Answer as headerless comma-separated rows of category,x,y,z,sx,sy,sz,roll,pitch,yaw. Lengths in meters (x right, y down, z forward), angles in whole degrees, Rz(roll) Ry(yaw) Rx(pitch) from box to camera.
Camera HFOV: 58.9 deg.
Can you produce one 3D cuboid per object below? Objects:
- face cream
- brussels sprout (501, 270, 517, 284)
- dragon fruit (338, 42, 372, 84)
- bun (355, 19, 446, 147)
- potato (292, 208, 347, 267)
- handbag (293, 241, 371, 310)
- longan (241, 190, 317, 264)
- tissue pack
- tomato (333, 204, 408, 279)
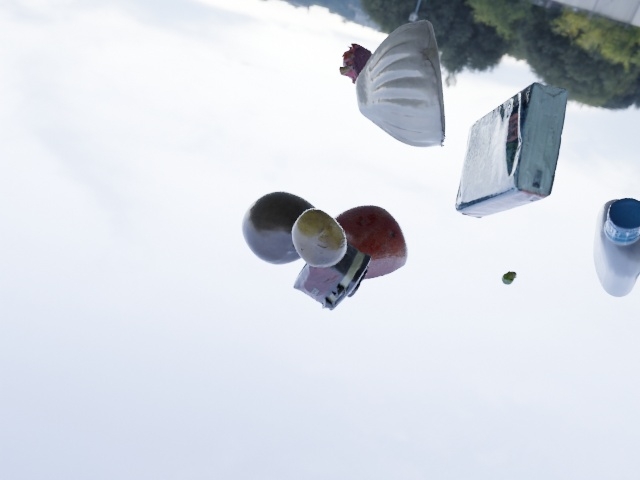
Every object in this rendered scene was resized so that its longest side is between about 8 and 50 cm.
face cream,0.591,0.003,1.121,0.080,0.162,0.337,-8,159,20
brussels sprout,0.722,0.137,2.162,0.046,0.050,0.083,40,-140,18
dragon fruit,0.095,-0.480,1.555,0.068,0.112,0.126,-4,-165,40
bun,0.161,-0.312,1.177,0.175,0.263,0.263,-6,-153,9
potato,0.000,0.000,1.504,0.176,0.137,0.137,44,-171,-38
handbag,0.037,0.108,1.764,0.182,0.254,0.181,31,-126,-1
longan,-0.138,-0.049,2.095,0.298,0.297,0.297,12,-151,-6
tissue pack,0.405,-0.179,1.232,0.103,0.227,0.316,14,173,-6
tomato,0.159,-0.020,2.091,0.339,0.143,0.338,0,-127,0
